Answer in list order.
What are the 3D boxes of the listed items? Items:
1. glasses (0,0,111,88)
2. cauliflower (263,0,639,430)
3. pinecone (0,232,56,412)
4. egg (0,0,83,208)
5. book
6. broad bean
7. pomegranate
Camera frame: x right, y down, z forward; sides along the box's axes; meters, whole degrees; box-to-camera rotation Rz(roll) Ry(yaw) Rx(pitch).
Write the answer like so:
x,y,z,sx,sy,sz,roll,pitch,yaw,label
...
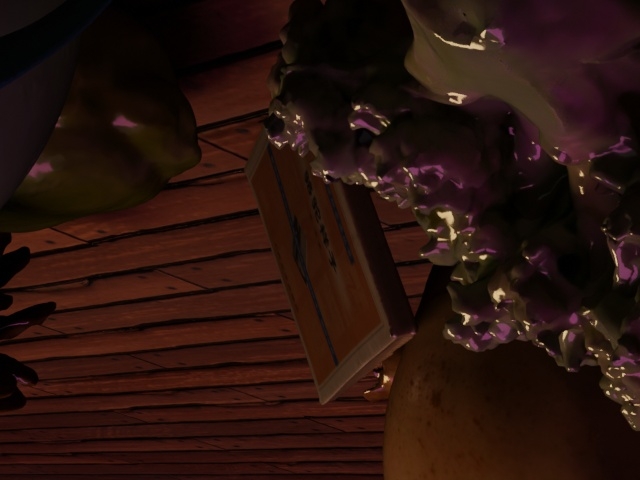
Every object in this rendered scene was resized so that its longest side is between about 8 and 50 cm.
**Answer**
x,y,z,sx,sy,sz,roll,pitch,yaw,label
-0.034,-0.150,0.563,0.088,0.220,0.189,51,150,-8,glasses
0.090,-0.069,0.701,0.256,0.239,0.315,17,168,31,cauliflower
-0.307,0.034,1.362,0.229,0.201,0.202,9,172,-10,pinecone
-0.224,-0.112,0.655,0.276,0.276,0.389,9,162,12,egg
-0.001,0.000,1.109,0.018,0.170,0.241,-16,169,-13,book
-0.193,-0.072,1.067,0.238,0.119,0.291,12,170,-35,broad bean
0.167,0.104,1.070,0.319,0.319,0.319,11,164,3,pomegranate
